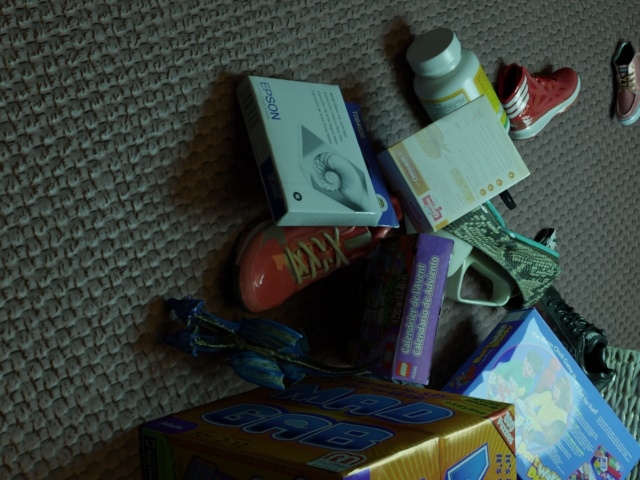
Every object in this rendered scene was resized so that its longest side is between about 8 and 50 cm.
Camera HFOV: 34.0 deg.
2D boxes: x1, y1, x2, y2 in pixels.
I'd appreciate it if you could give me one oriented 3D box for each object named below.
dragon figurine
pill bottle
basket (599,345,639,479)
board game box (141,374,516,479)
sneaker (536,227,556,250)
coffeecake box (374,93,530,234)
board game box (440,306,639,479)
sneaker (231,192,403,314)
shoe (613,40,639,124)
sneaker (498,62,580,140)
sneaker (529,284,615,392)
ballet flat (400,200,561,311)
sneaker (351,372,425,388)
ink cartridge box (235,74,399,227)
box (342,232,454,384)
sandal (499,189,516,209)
[{"bbox_3d":[-0.070,0.149,1.399,0.144,0.289,0.085,32,76,-80],"label":"dragon figurine"},{"bbox_3d":[0.226,-0.246,1.751,0.208,0.117,0.118,54,56,-34],"label":"pill bottle"},{"bbox_3d":[0.611,0.383,2.100,0.328,0.266,0.331,19,80,-47],"label":"basket"},{"bbox_3d":[0.020,0.402,1.397,0.356,0.356,0.357,-9,99,-47],"label":"board game box"},{"bbox_3d":[0.434,0.021,2.048,0.109,0.040,0.044,-44,125,-36],"label":"sneaker"},{"bbox_3d":[0.198,-0.113,1.581,0.185,0.068,0.142,-30,91,-17],"label":"coffeecake box"},{"bbox_3d":[0.386,0.325,1.828,0.233,0.078,0.347,-44,102,-27],"label":"board game box"},{"bbox_3d":[0.000,-0.001,1.512,0.314,0.136,0.116,-38,118,-39],"label":"sneaker"},{"bbox_3d":[0.657,-0.340,2.250,0.081,0.063,0.178,39,60,-40],"label":"shoe"},{"bbox_3d":[0.412,-0.296,1.971,0.221,0.087,0.128,-48,126,-35],"label":"sneaker"},{"bbox_3d":[0.464,0.170,1.969,0.097,0.135,0.276,-10,71,-40],"label":"sneaker"},{"bbox_3d":[0.255,0.014,1.788,0.483,0.164,0.182,34,84,-45],"label":"ballet flat"},{"bbox_3d":[0.129,0.297,1.639,0.163,0.086,0.226,1,48,-51],"label":"sneaker"},{"bbox_3d":[0.008,-0.123,1.478,0.224,0.045,0.223,0,62,-37],"label":"ink cartridge box"},{"bbox_3d":[0.107,0.096,1.532,0.057,0.293,0.201,12,85,-11],"label":"box"},{"bbox_3d":[0.309,-0.124,1.832,0.067,0.040,0.179,39,20,-43],"label":"sandal"}]
